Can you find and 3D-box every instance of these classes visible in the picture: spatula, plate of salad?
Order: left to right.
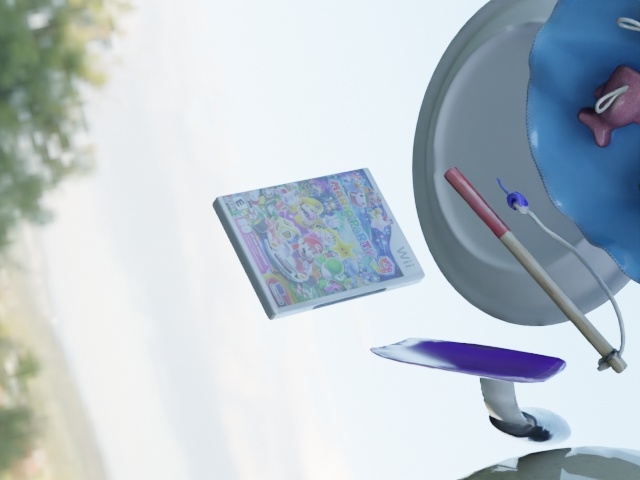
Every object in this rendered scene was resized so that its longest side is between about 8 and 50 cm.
[{"bbox_3d":[0.095,0.080,0.890,0.296,0.084,0.030,45,55,-69],"label":"spatula"},{"bbox_3d":[0.130,-0.050,0.989,0.200,0.048,0.200,-8,-101,47],"label":"plate of salad"}]

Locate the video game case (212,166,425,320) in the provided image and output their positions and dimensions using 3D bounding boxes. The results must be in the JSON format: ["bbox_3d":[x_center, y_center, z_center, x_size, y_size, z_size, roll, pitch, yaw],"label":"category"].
[{"bbox_3d":[0.000,0.000,1.106,0.087,0.122,0.011,62,-38,20],"label":"video game case"}]

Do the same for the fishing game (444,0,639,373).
[{"bbox_3d":[0.175,-0.051,0.799,0.189,0.041,0.264,50,-53,7],"label":"fishing game"}]

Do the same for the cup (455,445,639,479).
[{"bbox_3d":[0.168,0.299,0.899,0.237,0.331,0.331,-141,-142,-73],"label":"cup"}]
